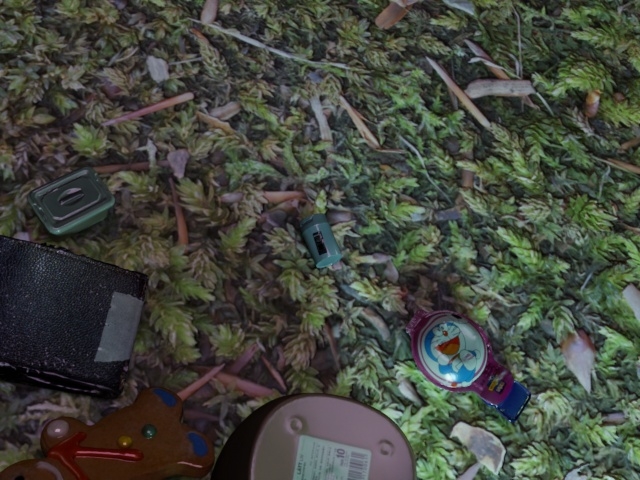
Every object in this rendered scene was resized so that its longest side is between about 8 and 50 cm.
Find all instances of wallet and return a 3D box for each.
[{"bbox_3d":[-0.416,0.119,1.426,0.263,0.071,0.220,14,55,-12],"label":"wallet"}]

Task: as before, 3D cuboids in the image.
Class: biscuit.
[{"bbox_3d":[-0.308,0.312,1.289,0.324,0.049,0.205,-18,46,-34],"label":"biscuit"}]

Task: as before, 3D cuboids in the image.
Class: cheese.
[{"bbox_3d":[0.251,0.209,1.567,0.244,0.062,0.155,40,58,6],"label":"cheese"}]

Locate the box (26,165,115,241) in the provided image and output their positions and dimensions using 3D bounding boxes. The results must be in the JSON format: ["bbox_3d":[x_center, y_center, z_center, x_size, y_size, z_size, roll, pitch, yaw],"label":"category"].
[{"bbox_3d":[-0.410,-0.057,1.514,0.122,0.062,0.089,-31,75,-26],"label":"box"}]

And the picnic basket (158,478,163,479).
[{"bbox_3d":[-0.259,0.356,1.345,0.083,0.065,0.083,0,56,8],"label":"picnic basket"}]

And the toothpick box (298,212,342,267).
[{"bbox_3d":[0.000,0.000,1.608,0.052,0.052,0.083,-15,69,-23],"label":"toothpick box"}]

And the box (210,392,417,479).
[{"bbox_3d":[-0.003,0.360,1.327,0.301,0.216,0.300,8,62,-14],"label":"box"}]
